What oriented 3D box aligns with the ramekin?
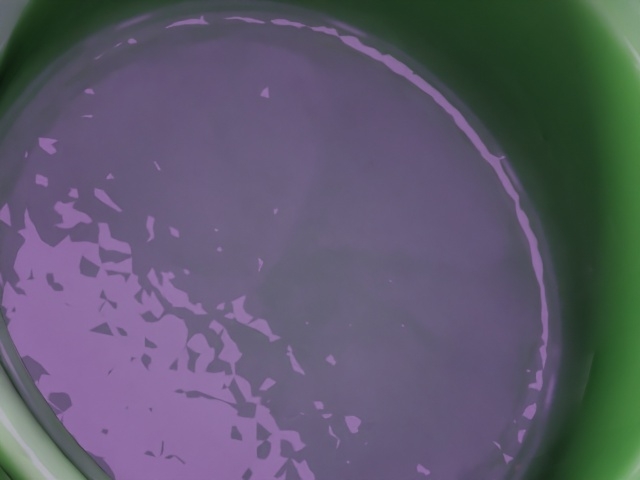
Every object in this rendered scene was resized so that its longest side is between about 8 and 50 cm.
[{"bbox_3d":[0.000,0.000,0.665,0.303,0.148,0.303,7,69,-18],"label":"ramekin"}]
